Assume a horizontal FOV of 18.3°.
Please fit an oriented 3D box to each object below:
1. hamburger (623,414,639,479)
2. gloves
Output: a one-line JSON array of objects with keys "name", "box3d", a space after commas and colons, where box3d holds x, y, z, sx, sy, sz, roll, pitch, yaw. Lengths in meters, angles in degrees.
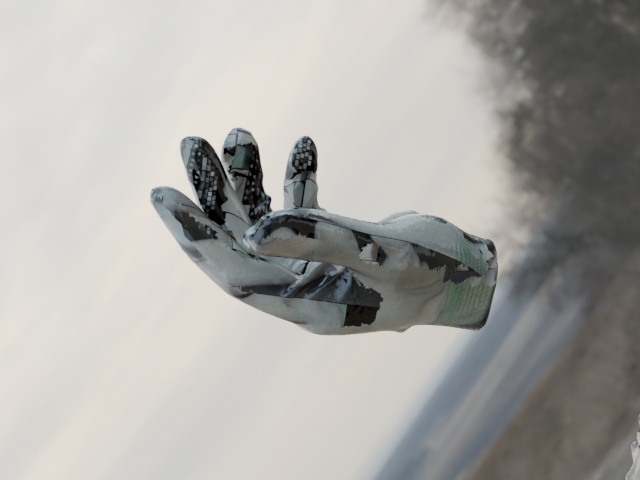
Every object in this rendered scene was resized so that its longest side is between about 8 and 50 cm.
[{"name": "hamburger", "box3d": [0.200, 0.101, 0.724, 0.246, 0.170, 0.246, -160, 90, -85]}, {"name": "gloves", "box3d": [-0.002, 0.006, 1.205, 0.127, 0.212, 0.111, -102, 22, -56]}]
